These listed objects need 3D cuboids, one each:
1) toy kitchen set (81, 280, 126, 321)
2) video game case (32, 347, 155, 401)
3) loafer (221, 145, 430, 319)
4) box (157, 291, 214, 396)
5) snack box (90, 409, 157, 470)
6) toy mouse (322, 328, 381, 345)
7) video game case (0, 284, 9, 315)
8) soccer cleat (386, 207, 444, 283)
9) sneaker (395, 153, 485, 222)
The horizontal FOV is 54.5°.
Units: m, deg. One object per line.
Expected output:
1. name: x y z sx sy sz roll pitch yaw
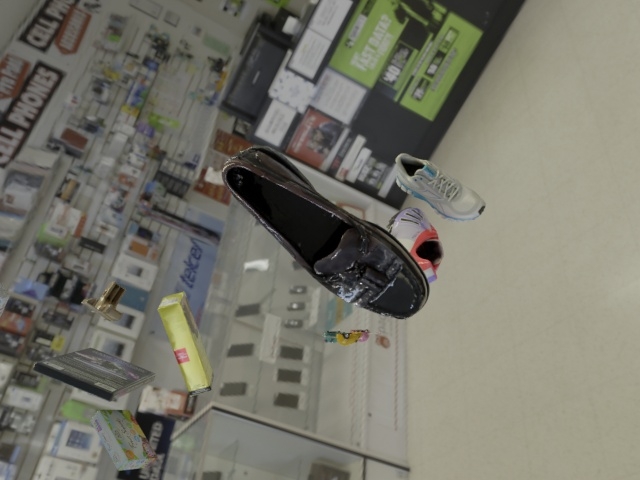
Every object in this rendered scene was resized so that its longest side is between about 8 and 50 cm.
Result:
1. toy kitchen set: -0.422 0.111 1.233 0.083 0.068 0.075 -6 49 51
2. video game case: -0.541 0.322 1.519 0.274 0.196 0.026 40 -109 -84
3. loafer: 0.000 0.000 0.757 0.109 0.303 0.095 -52 -3 15
4. box: -0.315 0.245 1.471 0.087 0.058 0.232 -107 2 -73
5. snack box: -0.438 0.442 1.385 0.037 0.100 0.141 -48 62 8
6. toy mouse: 0.065 0.241 1.555 0.143 0.161 0.031 166 102 -75
7. video game case: -0.762 0.086 1.350 0.023 0.201 0.183 -39 -3 -46
8. soccer cleat: 0.175 0.015 1.115 0.117 0.108 0.318 -20 14 26
9. sneaker: 0.206 -0.099 1.115 0.191 0.083 0.071 31 77 30
